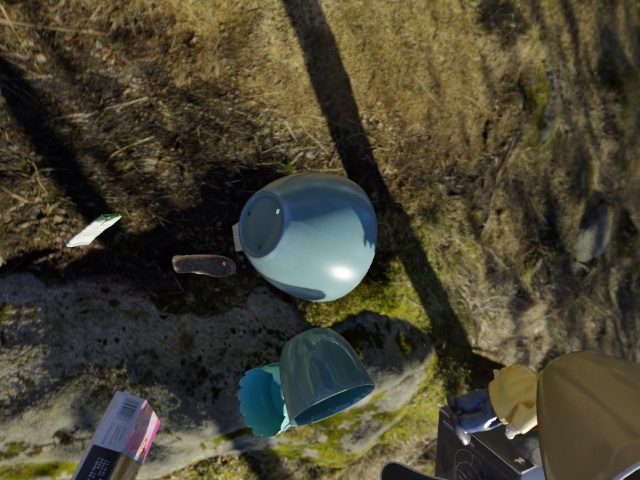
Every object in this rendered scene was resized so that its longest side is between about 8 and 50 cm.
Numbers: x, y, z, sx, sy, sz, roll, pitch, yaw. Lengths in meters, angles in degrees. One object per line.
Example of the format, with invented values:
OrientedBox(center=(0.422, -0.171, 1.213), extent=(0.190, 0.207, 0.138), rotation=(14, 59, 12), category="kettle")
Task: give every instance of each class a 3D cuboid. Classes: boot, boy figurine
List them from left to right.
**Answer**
OrientedBox(center=(0.261, 0.589, 0.930), extent=(0.088, 0.244, 0.176), rotation=(-59, 148, -26), category="boot")
OrientedBox(center=(0.418, 0.336, 0.881), extent=(0.285, 0.177, 0.092), rotation=(-28, 106, 18), category="boy figurine")

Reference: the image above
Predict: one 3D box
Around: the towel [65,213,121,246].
OrientedBox(center=(-0.722, -0.033, 1.314), extent=(0.152, 0.113, 0.023), rotation=(-36, 95, 5), category="towel")

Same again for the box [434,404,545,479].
OrientedBox(center=(0.514, 0.716, 1.215), extent=(0.212, 0.293, 0.395), rotation=(-7, 106, -25), category="box")

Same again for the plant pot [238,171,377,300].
OrientedBox(center=(-0.055, -0.020, 0.866), extent=(0.195, 0.290, 0.290), rotation=(13, 90, -50), category="plant pot")

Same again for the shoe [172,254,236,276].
OrientedBox(center=(-0.394, 0.078, 1.395), extent=(0.219, 0.058, 0.076), rotation=(8, 101, -37), category="shoe")

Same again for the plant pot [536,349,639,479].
OrientedBox(center=(0.377, 0.254, 0.490), extent=(0.257, 0.274, 0.256), rotation=(2, 103, 8), category="plant pot")

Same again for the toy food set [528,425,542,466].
OrientedBox(center=(0.588, 0.495, 1.026), extent=(0.232, 0.111, 0.104), rotation=(-59, 155, -22), category="toy food set")

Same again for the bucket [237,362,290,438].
OrientedBox(center=(-0.185, 0.646, 1.697), extent=(0.183, 0.281, 0.281), rotation=(4, 95, -52), category="bucket")

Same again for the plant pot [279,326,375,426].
OrientedBox(center=(-0.001, 0.430, 1.350), extent=(0.293, 0.235, 0.293), rotation=(-18, 147, -12), category="plant pot")

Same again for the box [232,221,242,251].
OrientedBox(center=(-0.193, -0.026, 1.295), extent=(0.113, 0.275, 0.094), rotation=(-8, 88, -26), category="box")

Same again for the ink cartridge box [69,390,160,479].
OrientedBox(center=(-0.409, 0.443, 0.852), extent=(0.069, 0.371, 0.175), rotation=(20, 56, -5), category="ink cartridge box")
